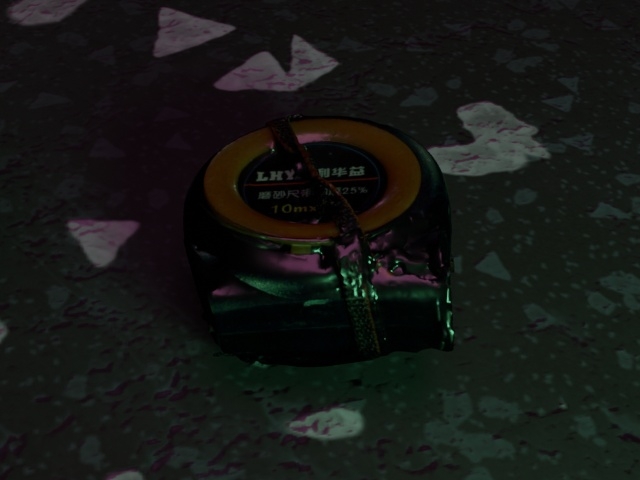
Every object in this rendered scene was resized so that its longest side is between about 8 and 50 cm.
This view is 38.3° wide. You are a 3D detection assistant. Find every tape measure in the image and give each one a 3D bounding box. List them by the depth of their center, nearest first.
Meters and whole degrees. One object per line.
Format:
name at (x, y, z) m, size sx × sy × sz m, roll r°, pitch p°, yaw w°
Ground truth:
tape measure at (0.000, 0.000, 0.694) m, size 0.202 × 0.135 × 0.223 m, roll -4°, pitch 40°, yaw 3°
